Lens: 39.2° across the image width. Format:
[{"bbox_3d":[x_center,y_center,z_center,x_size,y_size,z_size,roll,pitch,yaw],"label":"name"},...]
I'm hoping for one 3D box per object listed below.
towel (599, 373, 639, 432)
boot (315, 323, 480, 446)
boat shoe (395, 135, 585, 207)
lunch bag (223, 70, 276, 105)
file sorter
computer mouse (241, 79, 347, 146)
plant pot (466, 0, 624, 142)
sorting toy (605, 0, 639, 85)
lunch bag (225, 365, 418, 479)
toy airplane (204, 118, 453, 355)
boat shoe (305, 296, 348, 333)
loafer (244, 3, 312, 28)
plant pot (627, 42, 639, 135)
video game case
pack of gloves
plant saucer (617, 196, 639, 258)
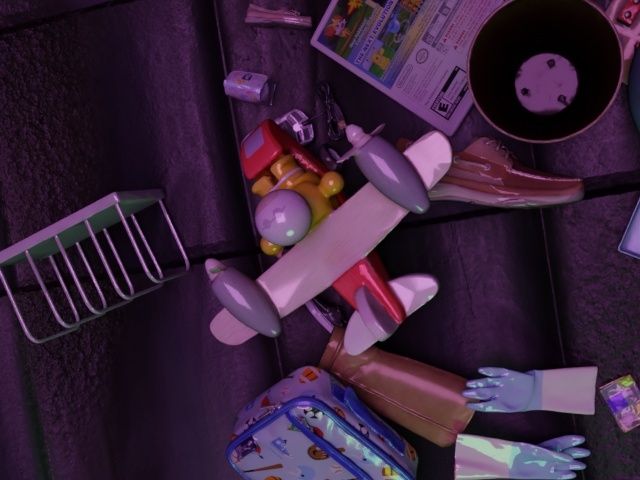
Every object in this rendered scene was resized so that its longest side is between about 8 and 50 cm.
[{"bbox_3d":[0.502,0.267,1.471,0.060,0.009,0.083,-30,86,15],"label":"towel"},{"bbox_3d":[0.106,0.288,1.537,0.270,0.089,0.236,25,120,2],"label":"boot"},{"bbox_3d":[0.264,-0.114,1.459,0.325,0.123,0.116,6,93,13],"label":"boat shoe"},{"bbox_3d":[-0.123,-0.267,1.570,0.071,0.083,0.053,13,97,15],"label":"lunch bag"},{"bbox_3d":[-0.401,0.043,1.609,0.278,0.193,0.173,-26,89,15],"label":"file sorter"},{"bbox_3d":[-0.051,-0.193,1.579,0.193,0.042,0.106,-26,91,9],"label":"computer mouse"},{"bbox_3d":[0.343,-0.252,1.370,0.216,0.230,0.215,1,94,15],"label":"plant pot"},{"bbox_3d":[0.508,-0.313,1.418,0.275,0.046,0.132,33,101,10],"label":"sorting toy"},{"bbox_3d":[0.005,0.352,1.491,0.303,0.115,0.243,42,121,-19],"label":"lunch bag"},{"bbox_3d":[0.000,0.000,1.408,0.385,0.272,0.385,9,87,30],"label":"toy airplane"},{"bbox_3d":[0.026,0.139,1.576,0.040,0.049,0.142,-42,89,8],"label":"boat shoe"},{"bbox_3d":[-0.073,-0.394,1.572,0.125,0.045,0.039,7,88,17],"label":"loafer"},{"bbox_3d":[0.614,-0.225,1.292,0.291,0.195,0.290,1,99,5],"label":"plant pot"},{"bbox_3d":[0.180,-0.386,1.471,0.300,0.036,0.329,36,115,10],"label":"video game case"},{"bbox_3d":[0.340,0.303,1.459,0.232,0.046,0.194,1,99,-7],"label":"pack of gloves"},{"bbox_3d":[0.544,-0.060,1.438,0.067,0.018,0.192,22,98,13],"label":"plant saucer"}]
